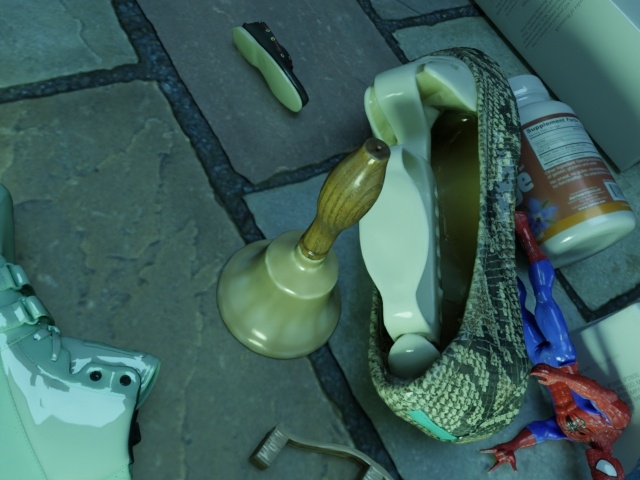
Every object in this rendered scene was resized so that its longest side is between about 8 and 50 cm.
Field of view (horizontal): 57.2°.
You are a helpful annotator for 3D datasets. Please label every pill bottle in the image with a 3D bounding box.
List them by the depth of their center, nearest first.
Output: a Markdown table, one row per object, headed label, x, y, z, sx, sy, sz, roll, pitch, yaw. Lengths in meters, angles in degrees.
| label | x | y | z | sx | sy | sz | roll | pitch | yaw |
| --- | --- | --- | --- | --- | --- | --- | --- | --- | --- |
| pill bottle | 0.265 | -0.084 | 0.697 | 0.121 | 0.121 | 0.216 | -8 | 65 | -24 |

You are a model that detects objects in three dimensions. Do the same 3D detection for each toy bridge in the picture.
| label | x | y | z | sx | sy | sz | roll | pitch | yaw |
| --- | --- | --- | --- | --- | --- | --- | --- | --- | --- |
| toy bridge | 0.032 | 0.218 | 0.495 | 0.188 | 0.026 | 0.063 | 38 | 55 | 2 |

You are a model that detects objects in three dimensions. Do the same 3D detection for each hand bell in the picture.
| label | x | y | z | sx | sy | sz | roll | pitch | yaw |
| --- | --- | --- | --- | --- | --- | --- | --- | --- | --- |
| hand bell | 0.000 | 0.000 | 0.476 | 0.126 | 0.242 | 0.126 | 10 | 59 | -17 |

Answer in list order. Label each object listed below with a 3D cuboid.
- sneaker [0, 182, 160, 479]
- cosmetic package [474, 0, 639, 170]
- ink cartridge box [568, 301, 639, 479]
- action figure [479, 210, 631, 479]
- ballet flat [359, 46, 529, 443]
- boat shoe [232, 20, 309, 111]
| label | x | y | z | sx | sy | sz | roll | pitch | yaw |
| --- | --- | --- | --- | --- | --- | --- | --- | --- | --- |
| sneaker | -0.203 | 0.068 | 0.448 | 0.151 | 0.094 | 0.256 | -5 | 74 | -17 |
| cosmetic package | 0.424 | -0.305 | 0.863 | 0.197 | 0.155 | 0.365 | -27 | 73 | -32 |
| ink cartridge box | 0.410 | 0.207 | 0.584 | 0.226 | 0.131 | 0.306 | -6 | 66 | -24 |
| action figure | 0.203 | 0.112 | 0.583 | 0.139 | 0.091 | 0.280 | -7 | 64 | -31 |
| ballet flat | 0.109 | -0.059 | 0.580 | 0.182 | 0.164 | 0.483 | 35 | 49 | -42 |
| boat shoe | -0.052 | -0.208 | 0.689 | 0.042 | 0.049 | 0.133 | -29 | 71 | -23 |
